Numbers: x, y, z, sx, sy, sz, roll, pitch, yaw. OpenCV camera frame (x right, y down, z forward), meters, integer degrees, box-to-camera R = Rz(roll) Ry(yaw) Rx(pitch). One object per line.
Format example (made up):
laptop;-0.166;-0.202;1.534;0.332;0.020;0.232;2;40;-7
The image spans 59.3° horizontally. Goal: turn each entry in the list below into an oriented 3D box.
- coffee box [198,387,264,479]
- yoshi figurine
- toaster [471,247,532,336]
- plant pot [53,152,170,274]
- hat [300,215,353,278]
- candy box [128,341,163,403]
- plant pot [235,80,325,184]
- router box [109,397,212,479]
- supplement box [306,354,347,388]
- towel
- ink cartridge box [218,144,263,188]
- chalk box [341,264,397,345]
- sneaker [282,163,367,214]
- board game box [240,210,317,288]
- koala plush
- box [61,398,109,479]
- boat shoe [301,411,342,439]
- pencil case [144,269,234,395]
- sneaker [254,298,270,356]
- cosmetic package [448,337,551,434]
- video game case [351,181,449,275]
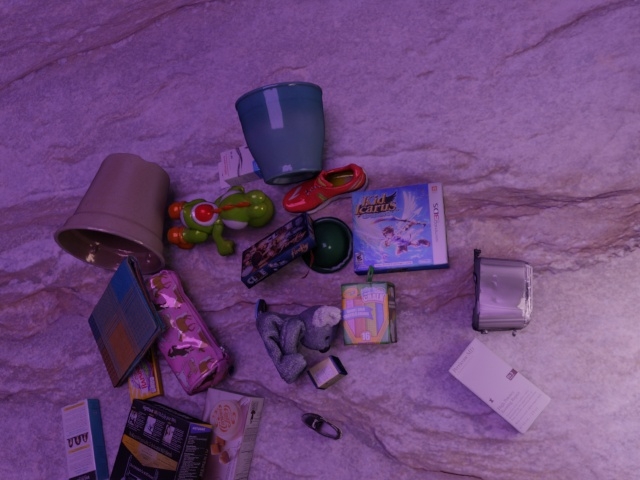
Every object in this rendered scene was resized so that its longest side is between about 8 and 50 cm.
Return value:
coffee box;-0.263;0.553;1.585;0.141;0.098;0.247;7;77;20
yoshi figurine;-0.294;-0.074;1.772;0.362;0.204;0.203;-11;30;29
toaster;0.470;0.133;1.464;0.146;0.129;0.227;2;73;14
plant pot;-0.625;-0.096;1.797;0.333;0.334;0.306;1;64;18
hat;0.000;0.000;1.619;0.172;0.183;0.209;-31;67;6
candy box;-0.558;0.396;1.765;0.105;0.027;0.206;-22;69;14
plant pot;-0.106;-0.310;1.715;0.271;0.271;0.256;-11;85;14
router box;-0.454;0.600;1.580;0.308;0.081;0.243;2;74;44
supplement box;0.019;0.366;1.559;0.083;0.083;0.056;-35;67;4
towel;-0.601;0.252;1.720;0.370;0.040;0.272;-48;62;36
ink cartridge box;-0.263;-0.245;1.842;0.180;0.060;0.104;-15;71;13
chalk box;0.132;0.176;1.539;0.131;0.132;0.213;-5;80;16
sneaker;0.003;-0.168;1.703;0.278;0.118;0.107;-22;68;10
board game box;-0.126;0.025;1.667;0.243;0.042;0.165;-33;27;11
koala plush;-0.044;0.250;1.540;0.221;0.196;0.203;-28;76;-8
box;-0.725;0.622;1.732;0.100;0.060;0.244;-21;69;11
boat shoe;0.000;0.510;1.547;0.125;0.038;0.046;25;83;22
pencil case;-0.415;0.269;1.687;0.167;0.160;0.386;-30;64;-21
sneaker;-0.141;0.258;1.659;0.078;0.067;0.188;-24;71;-3
cosmetic package;0.449;0.366;1.424;0.231;0.085;0.117;38;88;22
video game case;0.226;-0.033;1.625;0.269;0.061;0.245;-6;71;16
